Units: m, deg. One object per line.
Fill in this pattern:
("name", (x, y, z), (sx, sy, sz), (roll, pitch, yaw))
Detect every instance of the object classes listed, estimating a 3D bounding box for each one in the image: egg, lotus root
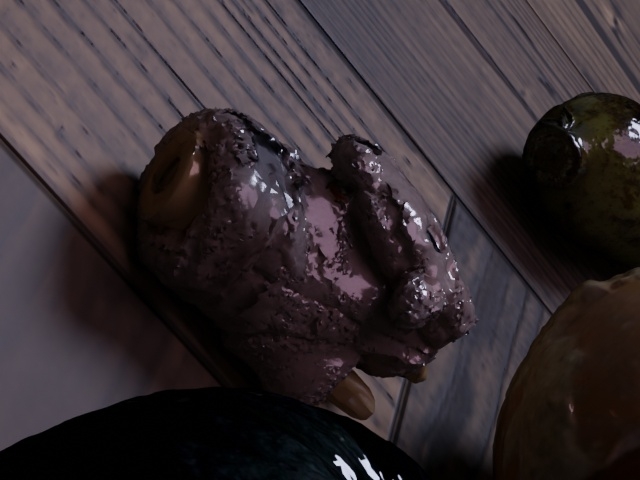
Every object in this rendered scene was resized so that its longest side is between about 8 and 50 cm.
("egg", (0.174, 0.118, 0.732), (0.195, 0.195, 0.233), (-40, 113, -60))
("lotus root", (0.175, -0.033, 0.966), (0.179, 0.080, 0.089), (23, 47, -49))

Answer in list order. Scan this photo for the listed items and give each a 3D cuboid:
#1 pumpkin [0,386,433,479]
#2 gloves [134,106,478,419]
("pumpkin", (0.011, 0.135, 0.405), (0.248, 0.248, 0.248), (37, 38, -36))
("gloves", (-0.002, 0.004, 0.657), (0.144, 0.094, 0.110), (14, 43, -43))
